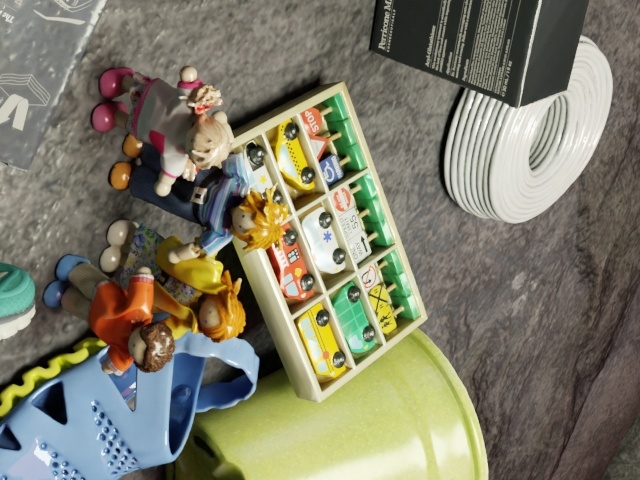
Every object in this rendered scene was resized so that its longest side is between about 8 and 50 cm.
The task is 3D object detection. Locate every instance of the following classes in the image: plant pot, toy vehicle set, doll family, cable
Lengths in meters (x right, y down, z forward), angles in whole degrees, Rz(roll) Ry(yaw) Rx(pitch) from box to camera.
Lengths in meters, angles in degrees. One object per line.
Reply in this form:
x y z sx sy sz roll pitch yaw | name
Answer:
-0.013 0.235 1.071 0.254 0.276 0.276 -13 125 -33 | plant pot
0.000 0.000 0.988 0.166 0.035 0.267 -34 112 -35 | toy vehicle set
-0.108 -0.011 0.825 0.118 0.163 0.263 -4 117 -51 | doll family
0.261 -0.140 1.275 0.257 0.089 0.257 -60 146 -1 | cable

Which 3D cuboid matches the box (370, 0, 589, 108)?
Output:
0.162 -0.282 0.964 0.103 0.184 0.261 -24 131 -45 | box

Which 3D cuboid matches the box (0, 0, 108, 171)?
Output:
-0.231 -0.146 0.633 0.156 0.093 0.158 23 94 -56 | box

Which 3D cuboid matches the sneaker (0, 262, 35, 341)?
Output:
-0.290 0.006 0.665 0.275 0.107 0.110 22 86 -56 | sneaker

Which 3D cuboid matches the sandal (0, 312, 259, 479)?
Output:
-0.173 0.150 0.884 0.317 0.138 0.126 -46 145 -18 | sandal
